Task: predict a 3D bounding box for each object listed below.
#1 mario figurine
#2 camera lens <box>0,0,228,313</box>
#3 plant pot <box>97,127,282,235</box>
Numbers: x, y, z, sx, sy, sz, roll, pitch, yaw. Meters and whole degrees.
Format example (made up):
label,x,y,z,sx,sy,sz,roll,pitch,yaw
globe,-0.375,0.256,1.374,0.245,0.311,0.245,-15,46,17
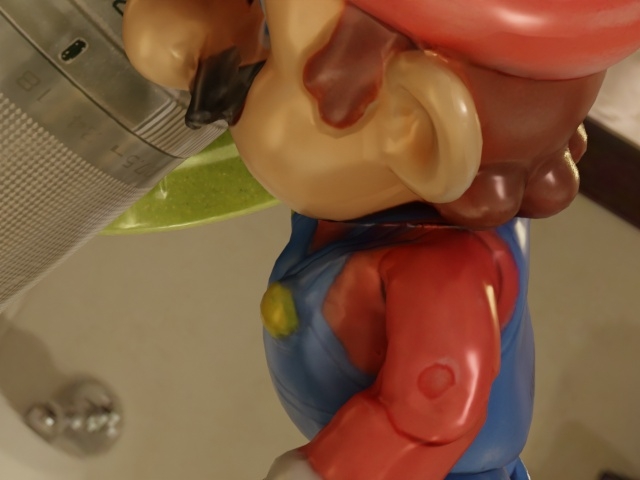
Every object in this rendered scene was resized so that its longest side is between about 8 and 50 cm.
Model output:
label,x,y,z,sx,sy,sz,roll,pitch,yaw
mario figurine,0.000,0.000,0.418,0.170,0.198,0.320,-15,121,-20
camera lens,-0.161,-0.086,0.571,0.274,0.219,0.219,-39,159,8
plant pot,-0.128,-0.165,1.125,0.276,0.254,0.276,-12,167,-3
